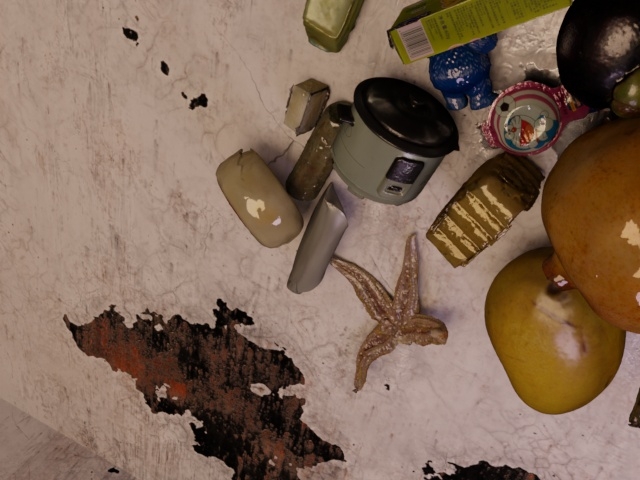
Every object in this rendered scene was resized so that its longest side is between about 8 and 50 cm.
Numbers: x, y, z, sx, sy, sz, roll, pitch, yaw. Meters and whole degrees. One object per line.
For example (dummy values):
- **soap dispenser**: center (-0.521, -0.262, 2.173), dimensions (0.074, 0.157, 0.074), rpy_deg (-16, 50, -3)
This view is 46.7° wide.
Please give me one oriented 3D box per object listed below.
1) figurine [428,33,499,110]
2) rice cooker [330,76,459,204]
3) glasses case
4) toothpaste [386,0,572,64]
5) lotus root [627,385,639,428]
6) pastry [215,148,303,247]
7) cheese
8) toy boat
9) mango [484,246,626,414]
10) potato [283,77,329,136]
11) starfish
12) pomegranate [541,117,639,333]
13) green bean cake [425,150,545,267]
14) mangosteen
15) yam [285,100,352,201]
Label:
- **figurine**: center (0.266, -0.379, 1.473), dimensions (0.164, 0.121, 0.262), rpy_deg (-19, 106, 39)
- **rice cooker**: center (0.156, -0.216, 1.564), dimensions (0.280, 0.241, 0.227), rpy_deg (13, 135, -17)
- **glasses case**: center (0.000, -0.002, 1.875), dimensions (0.083, 0.128, 0.308), rpy_deg (17, 129, -10)
- **toothpaste**: center (0.283, -0.415, 1.319), dimensions (0.327, 0.110, 0.077), rpy_deg (-13, 120, 32)
- **lotus root**: center (0.729, 0.266, 1.501), dimensions (0.149, 0.260, 0.267), rpy_deg (13, 124, 23)
- **pastry**: center (-0.149, -0.099, 1.830), dimensions (0.133, 0.265, 0.265), rpy_deg (-36, 98, 0)
- **cheese**: center (0.440, -0.251, 1.464), dimensions (0.244, 0.062, 0.155), rpy_deg (-20, 112, 18)
- **toy boat**: center (0.035, -0.515, 1.553), dimensions (0.111, 0.084, 0.276), rpy_deg (31, 128, 8)
- **mango**: center (0.508, 0.217, 1.634), dimensions (0.301, 0.220, 0.445), rpy_deg (12, 127, 22)
- **potato**: center (-0.037, -0.310, 1.726), dimensions (0.061, 0.086, 0.122), rpy_deg (41, 134, 21)
- **starfish**: center (0.170, 0.197, 1.884), dimensions (0.398, 0.132, 0.384), rpy_deg (-12, 103, 53)
- **pomegranate**: center (0.585, -0.022, 1.335), dimensions (0.416, 0.416, 0.417), rpy_deg (15, 125, 23)
- **green bean cake**: center (0.343, -0.072, 1.551), dimensions (0.131, 0.224, 0.230), rpy_deg (45, 129, 4)
- **mangosteen**: center (0.540, -0.331, 1.233), dimensions (0.287, 0.287, 0.233), rpy_deg (6, 123, 28)
- **yam**: center (0.005, -0.210, 1.753), dimensions (0.093, 0.093, 0.259), rpy_deg (37, 130, 6)
